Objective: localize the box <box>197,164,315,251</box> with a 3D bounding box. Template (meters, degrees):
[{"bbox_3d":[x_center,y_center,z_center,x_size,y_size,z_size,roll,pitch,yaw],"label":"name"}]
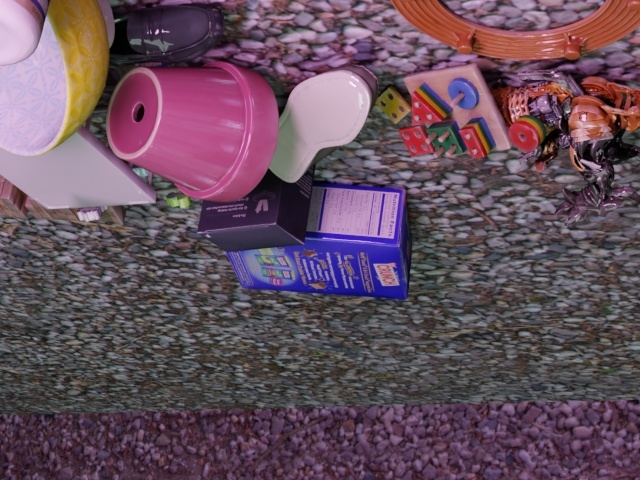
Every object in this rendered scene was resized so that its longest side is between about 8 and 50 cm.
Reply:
[{"bbox_3d":[-0.102,-0.074,2.074,0.156,0.158,0.093,-6,155,32],"label":"box"}]

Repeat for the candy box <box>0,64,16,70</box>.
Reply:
[{"bbox_3d":[-0.512,-0.268,1.715,0.206,0.105,0.027,35,171,-14],"label":"candy box"}]

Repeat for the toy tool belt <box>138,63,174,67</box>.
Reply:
[{"bbox_3d":[-0.231,-0.248,1.824,0.051,0.052,0.083,15,159,3],"label":"toy tool belt"}]

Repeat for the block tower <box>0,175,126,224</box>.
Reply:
[{"bbox_3d":[-0.507,-0.095,2.250,0.335,0.097,0.091,5,158,12],"label":"block tower"}]

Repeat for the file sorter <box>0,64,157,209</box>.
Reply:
[{"bbox_3d":[-0.376,-0.180,1.878,0.192,0.173,0.278,-2,157,21],"label":"file sorter"}]

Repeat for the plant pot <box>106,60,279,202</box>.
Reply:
[{"bbox_3d":[-0.189,-0.162,1.783,0.180,0.201,0.201,9,163,-43],"label":"plant pot"}]

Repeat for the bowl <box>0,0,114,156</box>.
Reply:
[{"bbox_3d":[-0.358,-0.269,1.631,0.156,0.289,0.289,-31,-172,-40],"label":"bowl"}]

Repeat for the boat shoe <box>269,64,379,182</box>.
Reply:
[{"bbox_3d":[0.008,-0.183,1.856,0.109,0.091,0.305,49,149,-1],"label":"boat shoe"}]

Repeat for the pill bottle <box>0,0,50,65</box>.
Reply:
[{"bbox_3d":[-0.348,-0.333,1.360,0.153,0.265,0.153,8,159,3],"label":"pill bottle"}]

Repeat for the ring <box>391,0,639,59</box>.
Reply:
[{"bbox_3d":[0.243,-0.302,1.558,0.336,0.032,0.336,6,158,2],"label":"ring"}]

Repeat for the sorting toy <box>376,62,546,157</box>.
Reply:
[{"bbox_3d":[0.176,-0.170,1.778,0.274,0.046,0.132,-1,124,49],"label":"sorting toy"}]

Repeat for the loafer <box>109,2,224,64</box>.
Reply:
[{"bbox_3d":[-0.226,-0.274,1.711,0.223,0.076,0.078,-4,178,36],"label":"loafer"}]

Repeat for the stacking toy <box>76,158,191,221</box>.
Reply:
[{"bbox_3d":[-0.327,-0.118,2.069,0.221,0.052,0.167,-3,122,25],"label":"stacking toy"}]

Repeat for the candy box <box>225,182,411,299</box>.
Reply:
[{"bbox_3d":[0.000,0.000,2.276,0.317,0.122,0.268,5,157,8],"label":"candy box"}]

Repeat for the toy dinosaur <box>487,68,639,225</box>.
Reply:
[{"bbox_3d":[0.364,-0.147,1.754,0.322,0.164,0.218,24,151,38],"label":"toy dinosaur"}]
